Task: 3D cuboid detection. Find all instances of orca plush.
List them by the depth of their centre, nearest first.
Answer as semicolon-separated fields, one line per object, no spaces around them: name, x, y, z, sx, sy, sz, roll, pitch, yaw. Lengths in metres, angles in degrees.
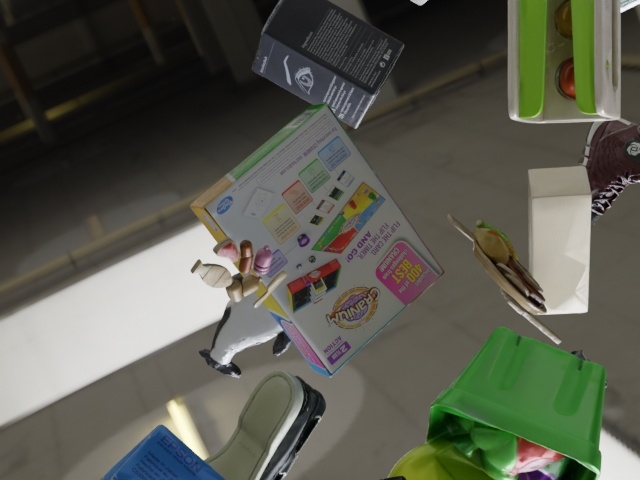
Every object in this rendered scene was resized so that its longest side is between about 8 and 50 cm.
orca plush;-0.091;0.133;2.125;0.102;0.151;0.287;-28;152;-46

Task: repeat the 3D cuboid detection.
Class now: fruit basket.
fruit basket;0.240;0.352;1.810;0.283;0.392;0.392;21;-149;13

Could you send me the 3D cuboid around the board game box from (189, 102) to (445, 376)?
board game box;0.000;0.000;1.798;0.242;0.316;0.064;-40;-163;-16

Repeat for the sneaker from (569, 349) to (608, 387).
sneaker;0.451;0.301;2.329;0.163;0.086;0.226;-23;-147;33

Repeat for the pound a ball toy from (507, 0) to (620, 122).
pound a ball toy;0.354;-0.266;1.580;0.208;0.319;0.136;-1;-178;27

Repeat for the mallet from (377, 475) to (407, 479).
mallet;0.073;0.372;1.480;0.062;0.039;0.189;-12;-126;23

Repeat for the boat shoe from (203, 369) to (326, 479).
boat shoe;-0.106;0.357;1.947;0.127;0.113;0.340;37;-80;44

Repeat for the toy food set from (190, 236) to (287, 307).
toy food set;-0.093;0.030;1.439;0.078;0.122;0.019;-47;-132;2

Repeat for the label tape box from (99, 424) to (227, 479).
label tape box;-0.170;0.379;1.297;0.333;0.240;0.106;-53;175;39

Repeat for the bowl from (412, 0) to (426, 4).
bowl;0.190;-0.511;2.266;0.053;0.142;0.142;18;173;-7

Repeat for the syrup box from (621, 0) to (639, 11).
syrup box;0.400;-0.448;1.819;0.093;0.237;0.096;-24;-141;18

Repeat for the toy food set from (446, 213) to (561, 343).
toy food set;0.231;0.035;1.488;0.038;0.132;0.192;-45;-145;12

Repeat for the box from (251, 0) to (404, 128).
box;0.008;-0.294;1.995;0.108;0.207;0.153;-60;-178;-19

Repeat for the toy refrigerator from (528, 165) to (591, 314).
toy refrigerator;0.423;0.001;2.213;0.102;0.269;0.094;-4;-141;7

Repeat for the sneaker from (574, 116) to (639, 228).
sneaker;0.597;-0.112;2.520;0.162;0.281;0.106;21;-171;37
